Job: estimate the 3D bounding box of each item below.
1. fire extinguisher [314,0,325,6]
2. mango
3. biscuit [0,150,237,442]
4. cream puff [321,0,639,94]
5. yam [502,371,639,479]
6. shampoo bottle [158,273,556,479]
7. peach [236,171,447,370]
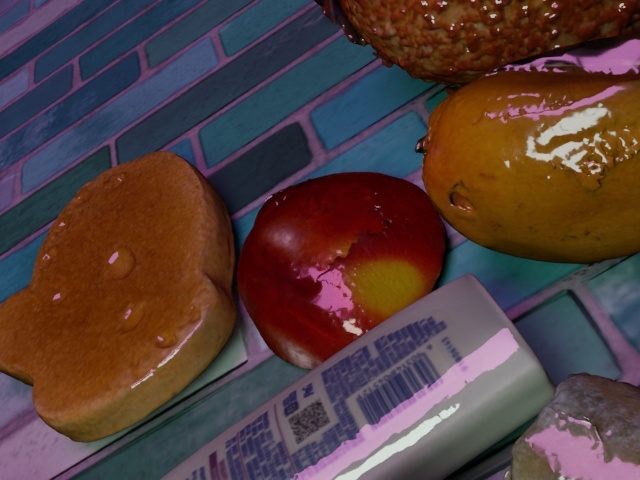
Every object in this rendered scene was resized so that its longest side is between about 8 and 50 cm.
[{"bbox_3d":[0.079,-0.273,0.997,0.231,0.071,0.099,21,94,46],"label":"fire extinguisher"},{"bbox_3d":[0.192,-0.061,0.634,0.248,0.151,0.156,-10,5,21],"label":"mango"},{"bbox_3d":[-0.211,0.056,0.901,0.287,0.057,0.344,-32,39,9],"label":"biscuit"},{"bbox_3d":[0.161,-0.295,0.788,0.350,0.229,0.351,-6,57,9],"label":"cream puff"},{"bbox_3d":[0.212,0.154,0.402,0.259,0.106,0.106,25,69,36],"label":"yam"},{"bbox_3d":[-0.018,0.159,0.631,0.359,0.078,0.134,-36,35,4],"label":"shampoo bottle"},{"bbox_3d":[-0.001,-0.002,0.787,0.189,0.068,0.279,-41,38,-6],"label":"peach"}]
